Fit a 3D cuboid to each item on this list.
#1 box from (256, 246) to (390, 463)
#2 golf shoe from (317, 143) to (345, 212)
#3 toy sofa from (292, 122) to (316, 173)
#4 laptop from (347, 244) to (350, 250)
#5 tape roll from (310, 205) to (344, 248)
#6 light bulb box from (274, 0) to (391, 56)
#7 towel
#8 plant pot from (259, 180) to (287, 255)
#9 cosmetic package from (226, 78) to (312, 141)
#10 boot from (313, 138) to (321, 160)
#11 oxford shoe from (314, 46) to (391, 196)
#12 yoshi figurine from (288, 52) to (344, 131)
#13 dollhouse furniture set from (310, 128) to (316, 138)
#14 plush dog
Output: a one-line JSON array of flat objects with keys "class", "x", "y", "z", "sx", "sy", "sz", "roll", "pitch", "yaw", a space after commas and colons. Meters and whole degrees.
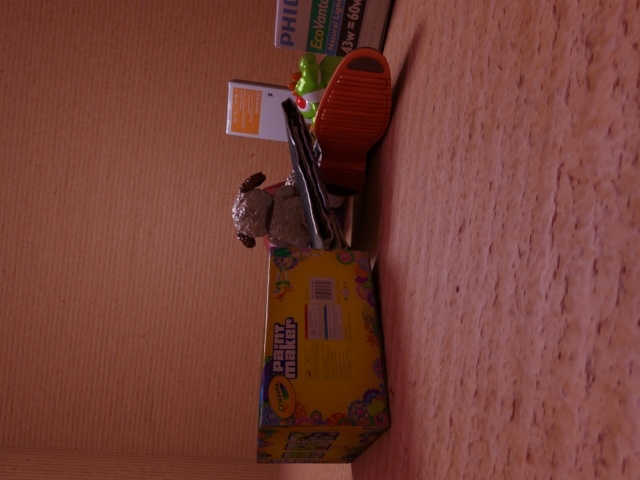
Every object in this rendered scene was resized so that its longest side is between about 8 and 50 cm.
[{"class": "box", "x": -0.014, "y": 0.209, "z": 0.727, "sx": 0.279, "sy": 0.177, "sz": 0.289, "roll": 102, "pitch": 169, "yaw": -51}, {"class": "golf shoe", "x": 0.035, "y": -0.212, "z": 1.117, "sx": 0.120, "sy": 0.106, "sz": 0.272, "roll": 133, "pitch": 143, "yaw": -69}, {"class": "toy sofa", "x": -0.042, "y": -0.297, "z": 1.725, "sx": 0.177, "sy": 0.151, "sz": 0.361, "roll": -100, "pitch": 17, "yaw": -67}, {"class": "laptop", "x": -0.017, "y": 0.150, "z": 1.065, "sx": 0.264, "sy": 0.137, "sz": 0.233, "roll": 113, "pitch": 161, "yaw": -72}, {"class": "tape roll", "x": 0.015, "y": -0.046, "z": 1.237, "sx": 0.189, "sy": 0.080, "sz": 0.188, "roll": -174, "pitch": 90, "yaw": -84}, {"class": "light bulb box", "x": 0.038, "y": -0.624, "z": 0.866, "sx": 0.360, "sy": 0.226, "sz": 0.357, "roll": -91, "pitch": 9, "yaw": -46}, {"class": "towel", "x": -0.010, "y": -0.089, "z": 0.884, "sx": 0.324, "sy": 0.056, "sz": 0.311, "roll": 84, "pitch": 171, "yaw": -73}, {"class": "plant pot", "x": -0.110, "y": -0.054, "z": 1.531, "sx": 0.272, "sy": 0.273, "sz": 0.264, "roll": 124, "pitch": 131, "yaw": -78}, {"class": "cosmetic package", "x": -0.181, "y": -0.574, "z": 1.866, "sx": 0.161, "sy": 0.455, "sz": 0.229, "roll": -97, "pitch": 13, "yaw": -65}, {"class": "boot", "x": 0.020, "y": -0.209, "z": 1.360, "sx": 0.178, "sy": 0.086, "sz": 0.236, "roll": -97, "pitch": 9, "yaw": -56}, {"class": "oxford shoe", "x": 0.055, "y": -0.235, "z": 0.806, "sx": 0.363, "sy": 0.130, "sz": 0.132, "roll": 105, "pitch": 173, "yaw": -62}, {"class": "yoshi figurine", "x": 0.029, "y": -0.481, "z": 1.355, "sx": 0.203, "sy": 0.204, "sz": 0.362, "roll": -50, "pitch": -11, "yaw": -4}, {"class": "dollhouse furniture set", "x": 0.016, "y": -0.328, "z": 1.424, "sx": 0.152, "sy": 0.076, "sz": 0.058, "roll": 26, "pitch": -109, "yaw": -72}, {"class": "plush dog", "x": -0.131, "y": -0.065, "z": 1.147, "sx": 0.210, "sy": 0.226, "sz": 0.262, "roll": -103, "pitch": 21, "yaw": -74}]
